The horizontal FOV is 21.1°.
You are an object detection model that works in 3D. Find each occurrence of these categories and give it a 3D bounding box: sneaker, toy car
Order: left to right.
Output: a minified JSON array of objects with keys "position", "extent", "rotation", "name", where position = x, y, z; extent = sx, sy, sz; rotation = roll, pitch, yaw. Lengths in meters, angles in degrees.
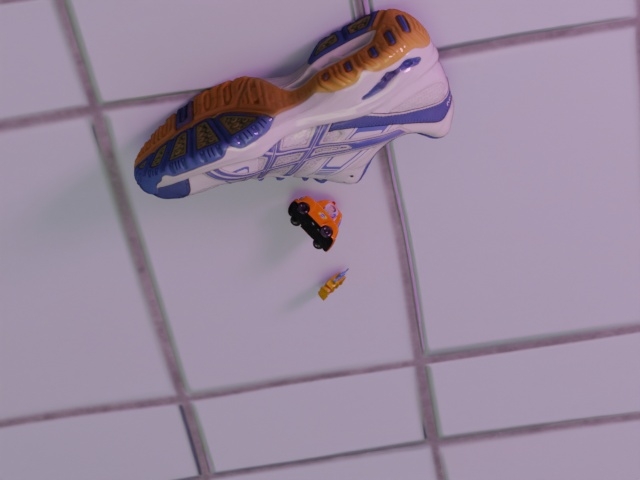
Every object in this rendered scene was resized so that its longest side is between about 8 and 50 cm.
[{"position":[-0.020,-0.087,1.533],"extent":[0.296,0.112,0.131],"rotation":[-22,127,15],"name":"sneaker"},{"position":[0.000,0.000,1.665],"extent":[0.040,0.060,0.122],"rotation":[-41,155,-25],"name":"toy car"}]
